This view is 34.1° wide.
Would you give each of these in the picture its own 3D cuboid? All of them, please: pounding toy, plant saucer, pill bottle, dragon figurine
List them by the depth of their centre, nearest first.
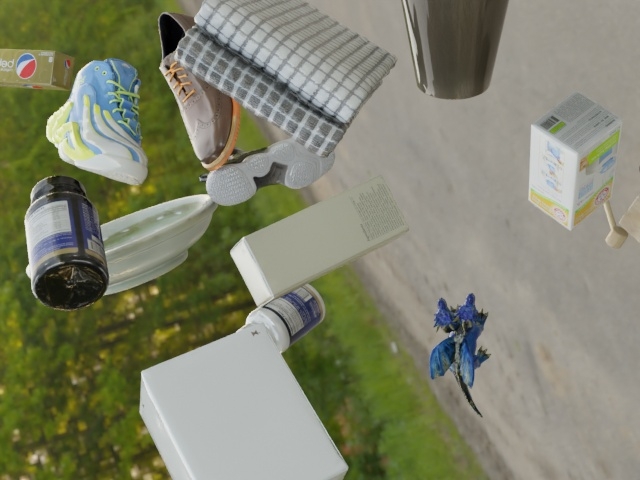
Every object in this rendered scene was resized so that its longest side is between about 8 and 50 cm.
[{"bbox_3d":[-0.420,-0.002,1.716,0.122,0.123,0.219,78,174,-47],"label":"pill bottle"},{"bbox_3d":[0.247,0.208,1.871,0.144,0.085,0.289,-40,-44,-57],"label":"dragon figurine"},{"bbox_3d":[-0.076,0.151,1.897,0.094,0.169,0.094,22,128,31],"label":"pill bottle"},{"bbox_3d":[0.644,-0.048,2.044,0.181,0.206,0.094,47,137,23],"label":"pounding toy"},{"bbox_3d":[-0.380,0.023,2.087,0.400,0.401,0.100,-130,21,-76],"label":"plant saucer"}]

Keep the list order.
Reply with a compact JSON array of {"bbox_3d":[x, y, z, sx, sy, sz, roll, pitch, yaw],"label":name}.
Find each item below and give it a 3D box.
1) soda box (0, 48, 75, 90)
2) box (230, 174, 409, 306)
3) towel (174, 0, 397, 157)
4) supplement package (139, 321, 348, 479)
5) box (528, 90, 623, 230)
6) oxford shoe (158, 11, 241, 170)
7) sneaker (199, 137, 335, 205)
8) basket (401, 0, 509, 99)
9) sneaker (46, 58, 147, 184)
[{"bbox_3d":[-0.530,-0.305,1.860,0.058,0.181,0.061,8,-92,-65],"label":"soda box"},{"bbox_3d":[0.000,0.000,1.719,0.113,0.275,0.094,64,156,5],"label":"box"},{"bbox_3d":[-0.042,-0.229,1.355,0.235,0.121,0.283,32,-158,-1],"label":"towel"},{"bbox_3d":[-0.120,0.290,1.527,0.262,0.204,0.145,57,154,26],"label":"supplement package"},{"bbox_3d":[0.432,-0.134,1.786,0.103,0.114,0.203,41,158,33],"label":"box"},{"bbox_3d":[-0.251,-0.292,2.024,0.133,0.130,0.363,21,-138,-43],"label":"oxford shoe"},{"bbox_3d":[-0.114,-0.154,2.090,0.153,0.269,0.101,-141,36,-64],"label":"sneaker"},{"bbox_3d":[0.220,-0.361,1.726,0.154,0.204,0.226,-104,9,-54],"label":"basket"},{"bbox_3d":[-0.246,-0.145,1.185,0.240,0.091,0.126,29,98,54],"label":"sneaker"}]
